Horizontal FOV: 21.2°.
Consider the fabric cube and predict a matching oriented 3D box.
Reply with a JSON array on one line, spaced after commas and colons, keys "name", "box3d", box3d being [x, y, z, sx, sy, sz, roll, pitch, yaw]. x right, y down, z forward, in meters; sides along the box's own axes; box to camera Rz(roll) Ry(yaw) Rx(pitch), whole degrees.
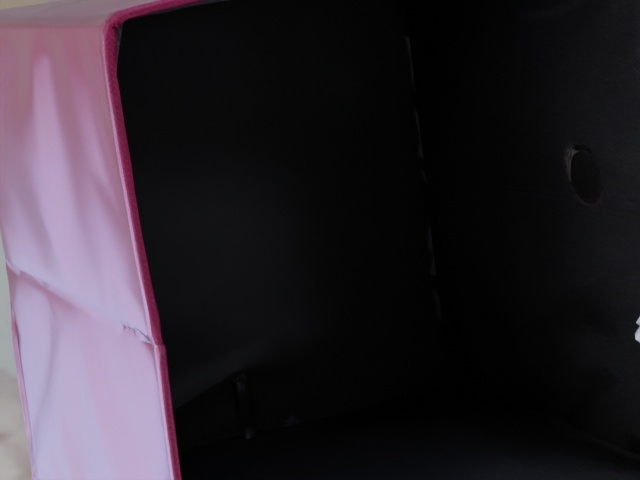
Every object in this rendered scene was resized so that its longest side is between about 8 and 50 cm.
[{"name": "fabric cube", "box3d": [0.000, 0.000, 0.793, 0.254, 0.259, 0.258, -12, 11, -21]}]

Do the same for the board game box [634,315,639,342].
[{"name": "board game box", "box3d": [0.247, -0.045, 0.603, 0.305, 0.053, 0.193, -6, -51, -49]}]
